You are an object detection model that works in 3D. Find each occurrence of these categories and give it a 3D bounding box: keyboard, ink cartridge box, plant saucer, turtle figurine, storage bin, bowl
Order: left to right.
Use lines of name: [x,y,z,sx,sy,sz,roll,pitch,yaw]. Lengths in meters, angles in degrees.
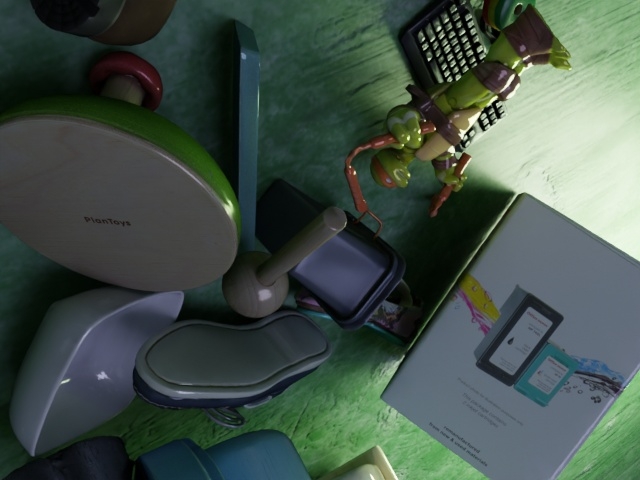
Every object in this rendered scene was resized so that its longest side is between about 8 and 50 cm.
bowl: [-0.186,0.091,0.587,0.142,0.053,0.142,-60,166,16]
plant saucer: [-0.062,-0.074,0.582,0.018,0.067,0.192,-3,125,-11]
storage bin: [0.000,0.000,0.650,0.098,0.135,0.091,-51,129,4]
turtle figurine: [0.124,-0.114,0.673,0.217,0.087,0.269,-40,159,16]
keyboard: [0.149,-0.174,0.718,0.108,0.023,0.180,-44,139,-4]
ink cartridge box: [0.234,0.107,0.823,0.270,0.197,0.198,-57,170,10]

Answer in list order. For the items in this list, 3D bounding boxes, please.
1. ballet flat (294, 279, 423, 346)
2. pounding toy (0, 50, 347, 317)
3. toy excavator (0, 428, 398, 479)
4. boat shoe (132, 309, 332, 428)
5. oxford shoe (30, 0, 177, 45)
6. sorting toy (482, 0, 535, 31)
ballet flat: [0.050,0.061,0.786,0.221,0.077,0.079,26,84,-52]
pounding toy: [-0.110,-0.048,0.520,0.237,0.110,0.183,21,144,-11]
toy excavator: [-0.053,0.303,0.740,0.445,0.222,0.433,-18,155,-26]
boat shoe: [-0.084,0.120,0.678,0.079,0.095,0.254,-51,161,21]
oxford shoe: [-0.095,-0.228,0.443,0.227,0.083,0.096,-60,157,14]
sorting toy: [0.185,-0.325,0.612,0.132,0.046,0.274,7,116,-43]
